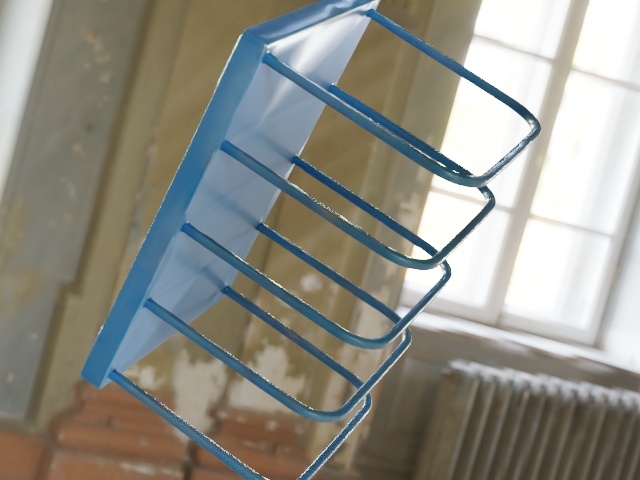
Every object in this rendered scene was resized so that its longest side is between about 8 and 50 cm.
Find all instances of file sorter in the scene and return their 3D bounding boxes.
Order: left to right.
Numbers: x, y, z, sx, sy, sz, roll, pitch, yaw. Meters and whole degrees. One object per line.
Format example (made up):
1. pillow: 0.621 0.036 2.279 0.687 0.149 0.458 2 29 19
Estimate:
1. file sorter: 0.000 0.000 0.571 0.104 0.170 0.118 33 28 10
